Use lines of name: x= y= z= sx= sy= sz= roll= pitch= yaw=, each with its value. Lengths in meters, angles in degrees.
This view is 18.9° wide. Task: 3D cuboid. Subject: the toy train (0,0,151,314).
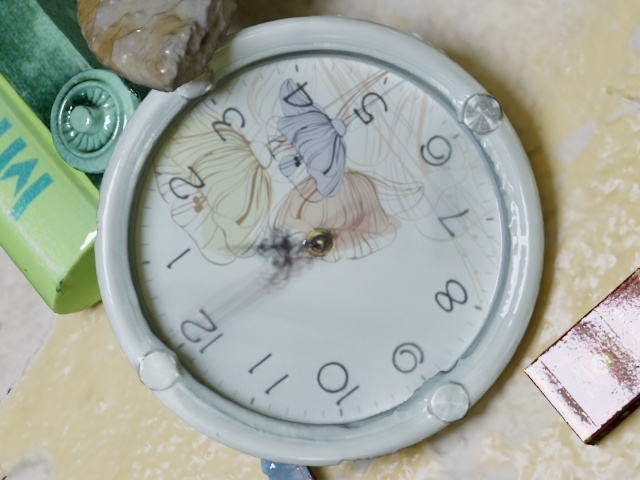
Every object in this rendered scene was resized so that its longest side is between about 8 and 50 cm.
toy train: x=-0.171 y=-0.077 z=1.108 sx=0.253 sy=0.105 sz=0.157 roll=49 pitch=112 yaw=20

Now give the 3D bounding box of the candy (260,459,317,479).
candy: x=-0.010 y=0.131 z=1.044 sx=0.030 sy=0.020 sz=0.083 roll=-38 pitch=68 yaw=12

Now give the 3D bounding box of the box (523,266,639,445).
box: x=0.152 y=0.060 z=0.989 sx=0.082 sy=0.023 sz=0.051 roll=-43 pitch=68 yaw=10

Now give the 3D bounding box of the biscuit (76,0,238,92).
biscuit: x=-0.066 y=-0.186 z=1.060 sx=0.141 sy=0.038 sz=0.289 roll=0 pitch=51 yaw=37

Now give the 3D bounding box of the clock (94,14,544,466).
clock: x=0.000 y=0.000 z=1.019 sx=0.236 sy=0.053 sz=0.236 roll=0 pitch=91 yaw=-3
